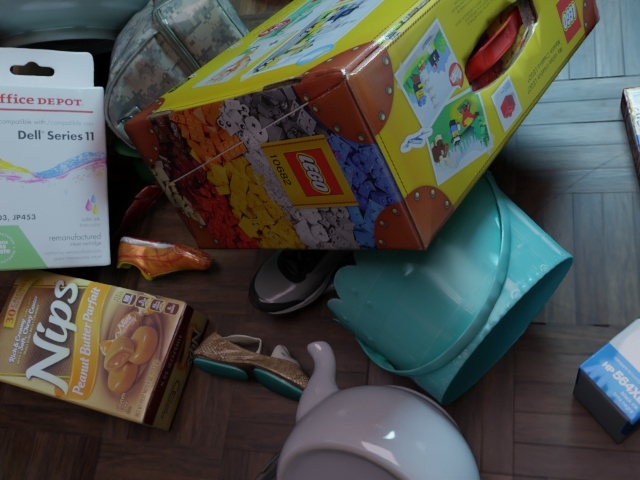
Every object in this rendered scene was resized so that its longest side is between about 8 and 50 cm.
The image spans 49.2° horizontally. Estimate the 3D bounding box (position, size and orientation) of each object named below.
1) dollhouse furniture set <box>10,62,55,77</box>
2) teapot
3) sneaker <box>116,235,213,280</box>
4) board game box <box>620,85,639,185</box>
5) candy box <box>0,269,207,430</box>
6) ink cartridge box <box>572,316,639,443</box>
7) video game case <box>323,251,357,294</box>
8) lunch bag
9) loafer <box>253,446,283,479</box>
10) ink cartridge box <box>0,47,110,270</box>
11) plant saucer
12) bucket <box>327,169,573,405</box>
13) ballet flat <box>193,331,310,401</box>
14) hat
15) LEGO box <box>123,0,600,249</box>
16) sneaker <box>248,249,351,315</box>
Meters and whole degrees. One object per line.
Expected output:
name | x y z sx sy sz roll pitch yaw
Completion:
dollhouse furniture set | -0.504 -0.201 1.230 0.161 0.212 0.242 12 97 23
teapot | 0.089 0.268 0.826 0.253 0.256 0.187 0 24 32
sneaker | -0.250 0.034 1.132 0.175 0.064 0.067 7 90 24
board game box | 0.539 -0.160 0.979 0.194 0.045 0.146 -7 64 14
candy box | -0.353 0.162 1.079 0.317 0.087 0.182 10 69 20
ink cartridge box | 0.407 0.135 0.824 0.203 0.148 0.086 -37 60 -2
video game case | 0.016 0.001 1.081 0.143 0.019 0.157 -22 61 6
lunch bag | -0.232 -0.285 1.139 0.256 0.212 0.305 -32 30 5
loafer | -0.100 0.379 0.913 0.267 0.096 0.084 -41 42 -12
ink cartridge box | -0.446 -0.134 1.098 0.207 0.119 0.353 -3 94 -22
plant saucer | -0.464 -0.391 1.249 0.401 0.400 0.100 -6 99 14
bucket | 0.164 0.057 0.874 0.281 0.281 0.183 -46 66 -7
ballet flat | -0.086 0.175 1.006 0.206 0.073 0.067 15 57 19
hat | -0.263 -0.096 1.206 0.209 0.183 0.173 -3 29 0
LEGO box | 0.068 -0.213 0.877 0.373 0.193 0.500 0 38 45
sneaker | 0.000 0.000 1.014 0.271 0.108 0.100 -40 63 -3
